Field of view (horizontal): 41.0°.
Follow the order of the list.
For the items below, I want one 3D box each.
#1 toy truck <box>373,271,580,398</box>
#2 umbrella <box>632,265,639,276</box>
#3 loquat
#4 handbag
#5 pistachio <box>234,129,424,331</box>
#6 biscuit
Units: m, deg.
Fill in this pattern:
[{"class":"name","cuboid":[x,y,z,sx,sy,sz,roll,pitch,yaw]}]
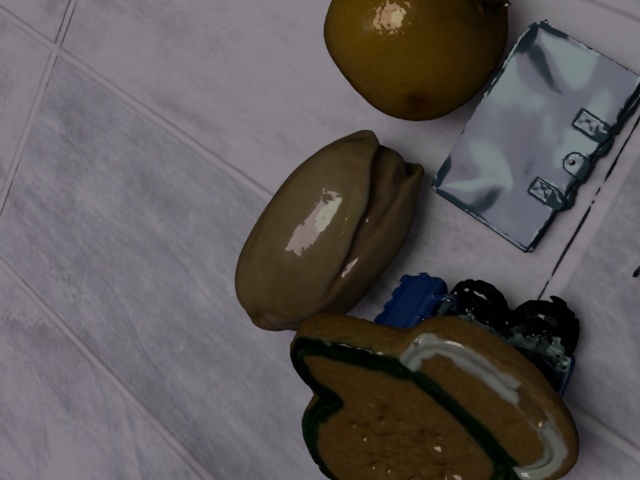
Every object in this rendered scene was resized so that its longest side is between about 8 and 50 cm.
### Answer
[{"class":"toy truck","cuboid":[0.163,0.119,0.924,0.208,0.113,0.126,16,133,24]},{"class":"umbrella","cuboid":[0.362,-0.016,0.847,0.022,0.022,0.149,39,113,4]},{"class":"loquat","cuboid":[0.108,-0.236,0.943,0.208,0.208,0.208,-3,85,37]},{"class":"handbag","cuboid":[0.236,-0.111,0.934,0.144,0.057,0.221,39,109,25]},{"class":"pistachio","cuboid":[0.000,0.000,1.037,0.293,0.162,0.181,-55,28,23]},{"class":"biscuit","cuboid":[0.086,0.187,0.908,0.287,0.057,0.344,44,137,-5]}]
